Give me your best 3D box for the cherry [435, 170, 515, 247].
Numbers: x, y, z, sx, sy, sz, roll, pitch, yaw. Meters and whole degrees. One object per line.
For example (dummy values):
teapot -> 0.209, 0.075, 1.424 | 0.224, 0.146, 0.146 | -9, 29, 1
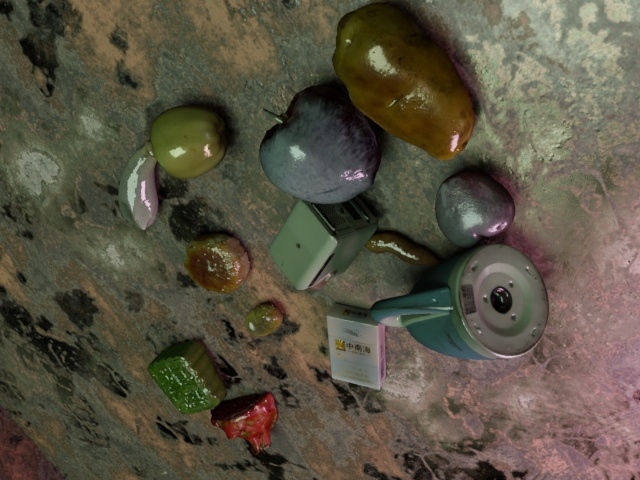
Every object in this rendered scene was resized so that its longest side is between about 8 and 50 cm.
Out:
cherry -> 0.330, -0.069, 1.381 | 0.176, 0.140, 0.176 | 13, 118, 25

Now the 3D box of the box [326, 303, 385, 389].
box -> 0.104, 0.303, 1.793 | 0.155, 0.067, 0.243 | 7, 125, 21

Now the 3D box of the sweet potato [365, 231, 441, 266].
sweet potato -> 0.198, 0.019, 1.565 | 0.218, 0.051, 0.065 | 17, 124, 15

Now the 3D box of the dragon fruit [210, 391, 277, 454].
dragon fruit -> -0.246, 0.641, 2.160 | 0.262, 0.134, 0.211 | -24, 111, 37

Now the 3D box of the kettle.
kettle -> 0.286, 0.155, 1.460 | 0.320, 0.247, 0.342 | 7, 165, -24

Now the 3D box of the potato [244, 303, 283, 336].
potato -> -0.168, 0.236, 1.884 | 0.138, 0.070, 0.091 | -31, 106, 40

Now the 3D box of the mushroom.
mushroom -> -0.505, -0.168, 1.767 | 0.118, 0.103, 0.270 | 24, 124, 11

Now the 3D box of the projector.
projector -> 0.000, 0.000, 1.554 | 0.163, 0.177, 0.242 | 51, 131, 21

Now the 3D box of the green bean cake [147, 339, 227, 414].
green bean cake -> -0.448, 0.473, 2.152 | 0.222, 0.125, 0.248 | -24, 108, 36

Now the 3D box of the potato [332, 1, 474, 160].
potato -> 0.171, -0.317, 1.287 | 0.369, 0.176, 0.195 | 44, 96, -10

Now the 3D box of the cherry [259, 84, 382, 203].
cherry -> -0.006, -0.209, 1.397 | 0.296, 0.218, 0.255 | 36, 95, -9

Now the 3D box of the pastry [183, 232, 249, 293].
pastry -> -0.303, 0.063, 1.822 | 0.192, 0.093, 0.182 | 6, 121, 24

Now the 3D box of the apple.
apple -> -0.330, -0.245, 1.571 | 0.200, 0.200, 0.200 | 13, 126, 19
